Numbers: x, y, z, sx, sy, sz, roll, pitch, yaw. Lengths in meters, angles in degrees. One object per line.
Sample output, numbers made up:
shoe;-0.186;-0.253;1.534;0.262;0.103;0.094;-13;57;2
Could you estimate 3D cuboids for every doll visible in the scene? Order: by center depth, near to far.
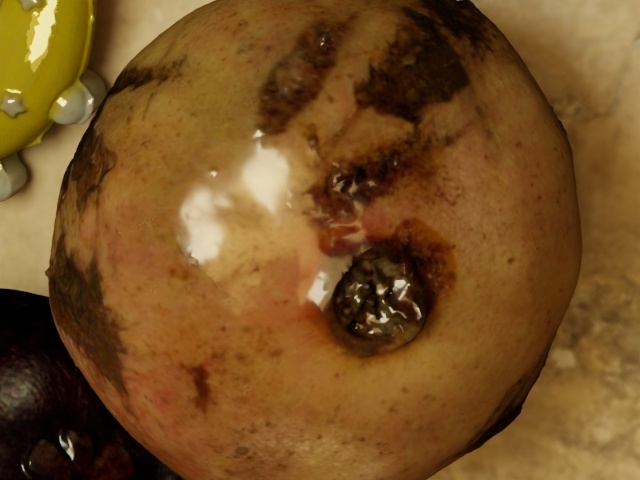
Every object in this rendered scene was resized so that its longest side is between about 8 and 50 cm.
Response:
doll;-0.255;-0.156;1.131;0.252;0.111;0.237;39;117;4

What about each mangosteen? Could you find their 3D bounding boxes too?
mangosteen;-0.228;0.173;1.093;0.287;0.233;0.287;-1;135;-1

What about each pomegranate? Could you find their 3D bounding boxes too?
pomegranate;0.000;0.000;0.978;0.322;0.322;0.322;2;96;16
